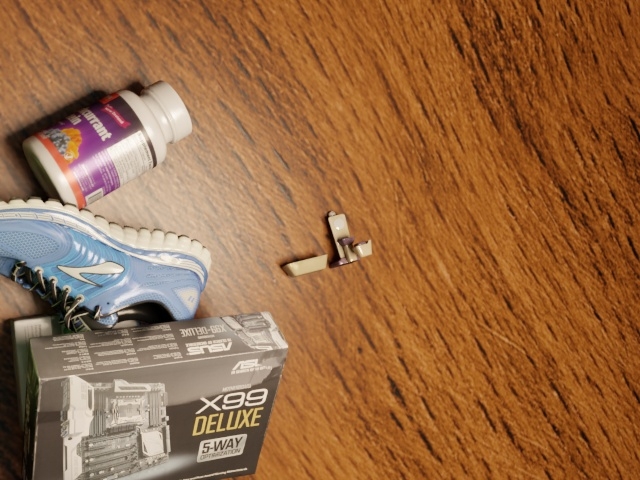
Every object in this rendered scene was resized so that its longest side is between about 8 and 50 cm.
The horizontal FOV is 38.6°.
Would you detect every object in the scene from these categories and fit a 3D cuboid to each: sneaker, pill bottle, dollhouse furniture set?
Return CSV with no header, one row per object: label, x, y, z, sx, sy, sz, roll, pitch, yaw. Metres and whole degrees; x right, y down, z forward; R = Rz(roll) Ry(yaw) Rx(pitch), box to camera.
sneaker,-0.296,0.045,1.114,0.330,0.130,0.147,13,67,-21
pill bottle,-0.264,-0.124,1.154,0.194,0.108,0.108,-34,107,-21
dollhouse furniture set,0.000,0.000,1.319,0.114,0.091,0.081,-14,84,-22

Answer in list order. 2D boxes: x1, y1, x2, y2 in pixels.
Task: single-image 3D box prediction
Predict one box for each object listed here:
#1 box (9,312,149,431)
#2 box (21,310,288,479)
box,-0.301,0.162,1.195,0.186,0.038,0.145,-6,95,-27
box,-0.212,0.216,1.158,0.308,0.076,0.242,-4,129,-27
